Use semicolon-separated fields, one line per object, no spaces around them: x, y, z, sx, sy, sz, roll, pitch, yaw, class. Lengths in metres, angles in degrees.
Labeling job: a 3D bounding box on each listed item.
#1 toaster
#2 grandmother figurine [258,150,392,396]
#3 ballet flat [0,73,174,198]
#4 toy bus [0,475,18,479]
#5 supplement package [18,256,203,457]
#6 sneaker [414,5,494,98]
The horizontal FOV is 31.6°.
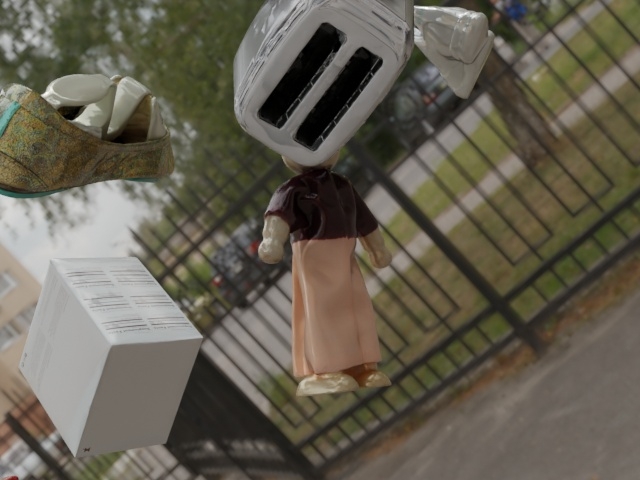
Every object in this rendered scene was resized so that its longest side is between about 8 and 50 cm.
-0.004;-0.171;1.073;0.227;0.129;0.146;-50;19;23;toaster
0.000;0.000;1.281;0.104;0.342;0.208;-10;-8;30;grandmother figurine
-0.224;-0.114;1.149;0.123;0.123;0.348;-42;-6;18;ballet flat
-0.224;0.293;0.911;0.191;0.104;0.202;118;148;-42;toy bus
-0.298;0.158;1.588;0.149;0.203;0.194;-1;-57;-40;supplement package
0.149;-0.233;1.335;0.080;0.094;0.212;-66;-13;-6;sneaker
